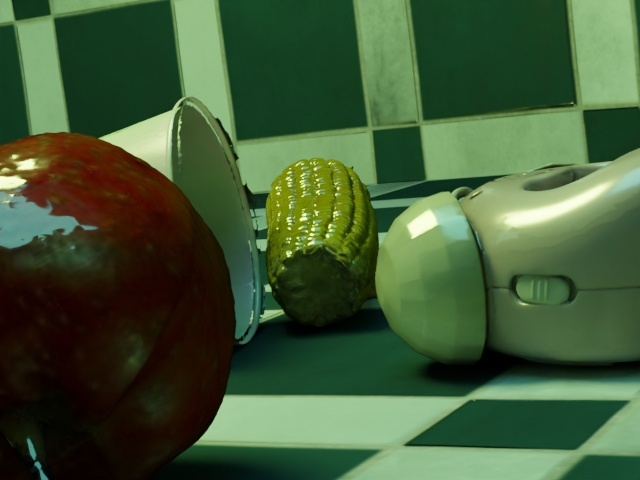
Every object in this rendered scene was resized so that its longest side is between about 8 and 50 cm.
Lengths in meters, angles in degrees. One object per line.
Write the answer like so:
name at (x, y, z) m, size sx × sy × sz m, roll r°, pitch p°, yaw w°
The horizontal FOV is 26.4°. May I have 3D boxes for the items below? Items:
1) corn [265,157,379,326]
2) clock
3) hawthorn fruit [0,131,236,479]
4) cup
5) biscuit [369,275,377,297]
corn at (0.000, 0.000, 1.515) m, size 0.131 × 0.131 × 0.344 m, roll -7°, pitch 19°, yaw 2°
clock at (0.245, 0.008, 1.169) m, size 0.326 × 0.183 × 0.342 m, roll -7°, pitch 0°, yaw 37°
hawthorn fruit at (-0.166, 0.076, 0.843) m, size 0.254 × 0.254 × 0.300 m, roll -9°, pitch 31°, yaw -14°
cup at (-0.219, 0.006, 1.388) m, size 0.274 × 0.253 × 0.253 m, roll -12°, pitch 5°, yaw 13°
biscuit at (0.043, 0.053, 1.589) m, size 0.131 × 0.019 × 0.102 m, roll -9°, pitch 6°, yaw -15°
